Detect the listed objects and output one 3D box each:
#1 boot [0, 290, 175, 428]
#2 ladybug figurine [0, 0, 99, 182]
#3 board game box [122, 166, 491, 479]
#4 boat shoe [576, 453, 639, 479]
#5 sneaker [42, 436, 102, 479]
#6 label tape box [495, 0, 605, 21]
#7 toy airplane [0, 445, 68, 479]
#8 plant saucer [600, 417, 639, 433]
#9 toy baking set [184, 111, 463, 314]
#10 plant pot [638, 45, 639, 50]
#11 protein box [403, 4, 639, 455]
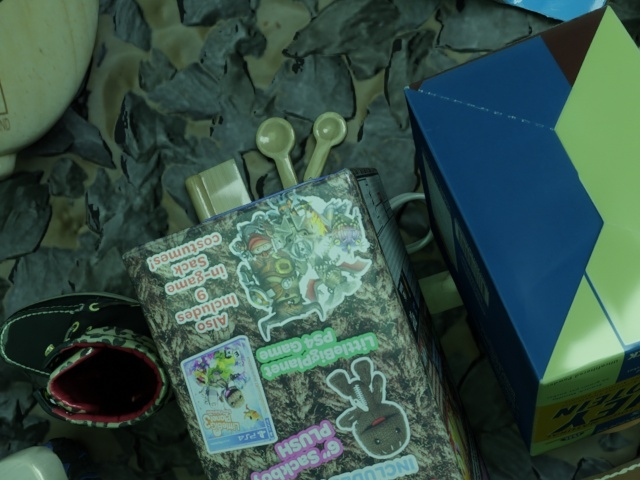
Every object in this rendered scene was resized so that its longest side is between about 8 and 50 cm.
[{"bbox_3d":[-0.191,0.091,0.654,0.236,0.178,0.085,4,91,12],"label":"boot"},{"bbox_3d":[-0.356,-0.249,0.673,0.305,0.162,0.449,-17,85,-30],"label":"ladybug figurine"},{"bbox_3d":[0.016,0.108,0.558,0.141,0.232,0.291,-20,92,9],"label":"board game box"},{"bbox_3d":[0.311,0.154,0.579,0.324,0.122,0.120,-15,56,10],"label":"boat shoe"},{"bbox_3d":[-0.261,0.284,0.723,0.087,0.083,0.221,12,89,21],"label":"sneaker"},{"bbox_3d":[0.102,-0.349,0.624,0.347,0.115,0.249,26,95,14],"label":"label tape box"},{"bbox_3d":[-0.377,0.266,0.599,0.384,0.272,0.386,20,89,32],"label":"toy airplane"},{"bbox_3d":[0.222,0.115,0.610,0.083,0.083,0.013,-31,108,11],"label":"plant saucer"},{"bbox_3d":[-0.005,0.004,0.687,0.256,0.030,0.197,43,99,10],"label":"toy baking set"},{"bbox_3d":[0.267,-0.102,0.591,0.109,0.109,0.096,37,85,11],"label":"plant pot"},{"bbox_3d":[0.160,0.007,0.523,0.136,0.201,0.200,-21,62,3],"label":"protein box"}]
